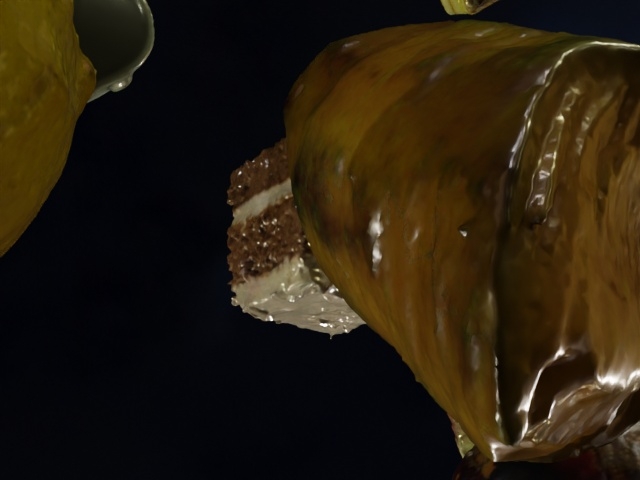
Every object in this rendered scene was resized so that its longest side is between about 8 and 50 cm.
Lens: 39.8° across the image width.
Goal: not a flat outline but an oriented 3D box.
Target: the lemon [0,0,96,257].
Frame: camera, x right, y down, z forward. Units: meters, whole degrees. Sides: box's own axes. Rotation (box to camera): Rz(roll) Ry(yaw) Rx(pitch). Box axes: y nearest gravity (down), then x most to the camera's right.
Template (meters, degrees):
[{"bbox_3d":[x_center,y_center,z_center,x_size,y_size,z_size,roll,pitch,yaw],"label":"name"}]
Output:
[{"bbox_3d":[-0.222,-0.077,0.377,0.234,0.288,0.233,2,-115,-5],"label":"lemon"}]

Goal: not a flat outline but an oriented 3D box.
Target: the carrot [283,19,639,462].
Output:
[{"bbox_3d":[0.124,-0.016,0.569,0.242,0.341,0.241,-9,-66,-21],"label":"carrot"}]

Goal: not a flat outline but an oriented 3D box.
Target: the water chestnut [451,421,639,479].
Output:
[{"bbox_3d":[0.219,0.264,0.677,0.244,0.289,0.289,-19,-68,-36],"label":"water chestnut"}]

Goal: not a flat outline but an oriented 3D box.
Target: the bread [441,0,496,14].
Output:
[{"bbox_3d":[0.248,-0.438,1.195,0.234,0.110,0.184,-31,-63,-5],"label":"bread"}]

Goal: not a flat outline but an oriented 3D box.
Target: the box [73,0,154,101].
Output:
[{"bbox_3d":[-0.357,-0.212,0.646,0.367,0.090,0.373,-35,-82,-22],"label":"box"}]

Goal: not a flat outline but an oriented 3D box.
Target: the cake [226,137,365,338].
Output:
[{"bbox_3d":[0.000,0.000,0.772,0.135,0.134,0.147,15,-113,-34],"label":"cake"}]

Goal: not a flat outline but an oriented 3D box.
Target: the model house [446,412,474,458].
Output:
[{"bbox_3d":[0.275,0.226,1.101,0.196,0.254,0.160,-26,-88,13],"label":"model house"}]
